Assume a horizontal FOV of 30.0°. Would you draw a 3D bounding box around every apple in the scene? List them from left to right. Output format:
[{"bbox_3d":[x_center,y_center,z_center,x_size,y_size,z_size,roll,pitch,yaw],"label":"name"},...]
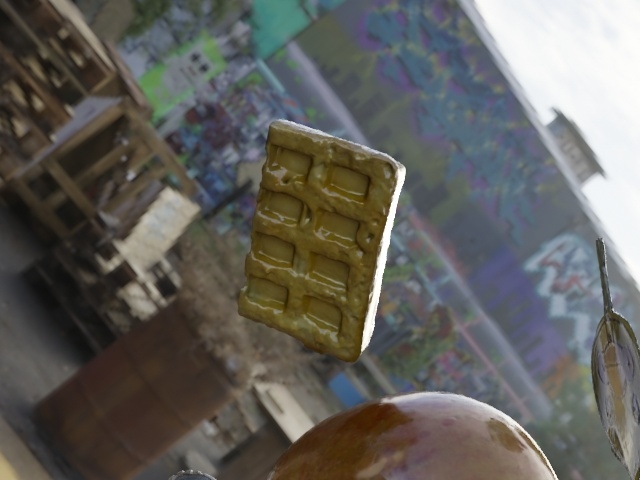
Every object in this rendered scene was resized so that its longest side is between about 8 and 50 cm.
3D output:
[{"bbox_3d":[0.096,0.375,1.373,0.400,0.334,0.400,34,-51,57],"label":"apple"}]

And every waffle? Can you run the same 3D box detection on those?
[{"bbox_3d":[0.000,0.000,1.419,0.168,0.274,0.057,19,26,18],"label":"waffle"}]

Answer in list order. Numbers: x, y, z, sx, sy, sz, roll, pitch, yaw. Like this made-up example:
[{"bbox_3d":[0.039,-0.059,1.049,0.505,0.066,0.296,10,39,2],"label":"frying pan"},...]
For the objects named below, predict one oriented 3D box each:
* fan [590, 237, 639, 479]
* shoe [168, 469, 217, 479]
[{"bbox_3d":[0.397,0.162,1.604,0.229,0.011,0.335,107,-22,-79],"label":"fan"},{"bbox_3d":[-0.178,0.338,1.371,0.089,0.180,0.092,48,32,1],"label":"shoe"}]
